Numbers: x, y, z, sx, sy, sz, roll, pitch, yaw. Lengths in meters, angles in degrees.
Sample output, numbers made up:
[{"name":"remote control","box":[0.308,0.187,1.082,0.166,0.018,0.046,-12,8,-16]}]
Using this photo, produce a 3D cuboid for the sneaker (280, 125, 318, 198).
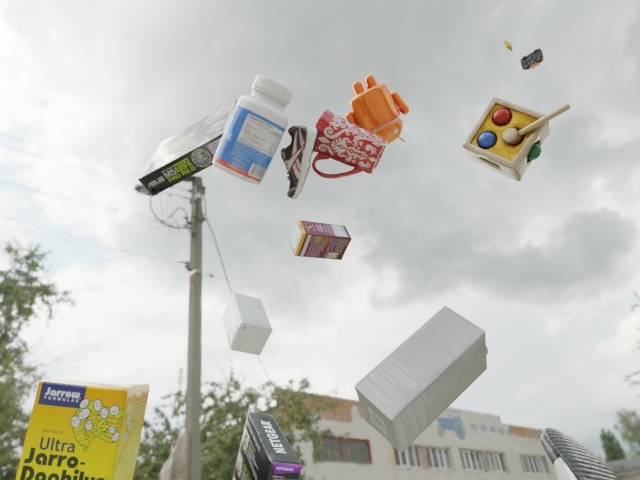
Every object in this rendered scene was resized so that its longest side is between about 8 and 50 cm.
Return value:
[{"name":"sneaker","box":[-0.060,-0.190,1.136,0.077,0.072,0.178,16,-70,0]}]

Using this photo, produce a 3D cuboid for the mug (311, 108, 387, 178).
[{"name":"mug","box":[0.064,-0.223,1.197,0.169,0.113,0.150,25,-66,7]}]

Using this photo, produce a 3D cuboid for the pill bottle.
[{"name":"pill bottle","box":[-0.146,-0.247,1.079,0.124,0.124,0.222,21,-83,-36]}]

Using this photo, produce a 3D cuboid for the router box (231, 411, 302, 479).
[{"name":"router box","box":[-0.083,0.341,0.682,0.046,0.133,0.179,14,-3,-18]}]

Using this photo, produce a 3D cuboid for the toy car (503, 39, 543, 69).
[{"name":"toy car","box":[0.535,-0.492,1.251,0.040,0.122,0.060,6,-38,-41]}]

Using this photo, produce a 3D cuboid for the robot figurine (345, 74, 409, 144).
[{"name":"robot figurine","box":[0.168,-0.374,1.425,0.158,0.220,0.128,-31,9,-39]}]

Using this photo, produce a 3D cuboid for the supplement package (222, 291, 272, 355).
[{"name":"supplement package","box":[-0.237,0.264,1.538,0.105,0.179,0.105,19,-72,-27]}]

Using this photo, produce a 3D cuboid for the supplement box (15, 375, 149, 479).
[{"name":"supplement box","box":[-0.537,0.502,1.086,0.194,0.357,0.195,7,-14,-4]}]

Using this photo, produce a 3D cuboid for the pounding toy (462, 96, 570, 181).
[{"name":"pounding toy","box":[0.360,-0.195,0.887,0.130,0.141,0.100,-58,-32,3]}]

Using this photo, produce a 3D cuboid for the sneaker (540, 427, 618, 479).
[{"name":"sneaker","box":[0.419,0.452,0.742,0.122,0.331,0.146,22,-66,-20]}]

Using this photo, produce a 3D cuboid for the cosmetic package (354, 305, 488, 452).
[{"name":"cosmetic package","box":[0.187,0.244,0.865,0.238,0.107,0.127,-36,-47,-23]}]

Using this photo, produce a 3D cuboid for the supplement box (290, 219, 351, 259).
[{"name":"supplement box","box":[0.000,0.000,1.703,0.188,0.081,0.104,6,-54,-24]}]

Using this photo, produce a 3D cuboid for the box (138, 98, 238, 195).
[{"name":"box","box":[-0.326,-0.246,1.258,0.270,0.216,0.060,-24,-56,16]}]
